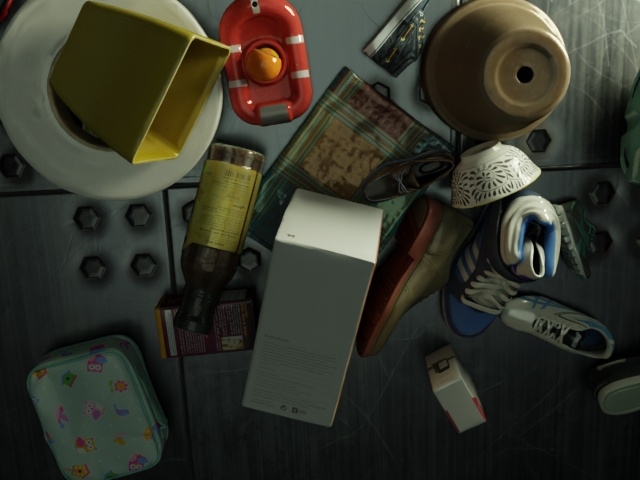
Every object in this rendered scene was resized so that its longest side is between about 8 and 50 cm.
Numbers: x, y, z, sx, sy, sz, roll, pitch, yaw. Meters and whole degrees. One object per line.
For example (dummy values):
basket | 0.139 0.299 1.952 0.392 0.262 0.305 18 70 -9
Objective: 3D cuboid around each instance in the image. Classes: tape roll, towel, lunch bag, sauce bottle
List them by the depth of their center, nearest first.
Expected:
tape roll | -0.366 -0.262 1.348 0.392 0.072 0.392 0 105 -2
sauce bottle | -0.193 -0.002 1.403 0.111 0.111 0.344 16 88 -6
towel | 0.043 -0.100 1.460 0.271 0.040 0.370 34 101 -11
lunch bag | -0.428 0.335 1.521 0.224 0.108 0.279 -17 105 -1

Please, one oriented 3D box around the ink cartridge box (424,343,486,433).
ink cartridge box | 0.263 0.287 1.512 0.063 0.150 0.109 -30 104 10

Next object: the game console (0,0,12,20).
game console | -0.621 -0.593 1.298 0.342 0.060 0.386 32 101 -10

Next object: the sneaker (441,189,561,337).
sneaker | 0.329 0.062 1.409 0.130 0.236 0.323 20 102 -7

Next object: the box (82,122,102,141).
box | -0.372 -0.238 1.410 0.114 0.036 0.207 8 104 -4

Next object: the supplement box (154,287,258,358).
supplement box | -0.217 0.159 1.496 0.188 0.081 0.104 -6 104 0

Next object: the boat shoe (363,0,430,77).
boat shoe | 0.165 -0.383 1.382 0.083 0.065 0.183 39 106 -13

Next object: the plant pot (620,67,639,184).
plant pot | 0.726 -0.197 1.328 0.334 0.341 0.341 11 104 3

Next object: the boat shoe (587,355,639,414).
boat shoe | 0.694 0.266 1.551 0.302 0.091 0.114 -8 124 -2

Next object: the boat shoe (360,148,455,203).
boat shoe | 0.158 -0.118 1.410 0.183 0.066 0.066 -26 104 3

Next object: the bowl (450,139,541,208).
bowl | 0.301 -0.130 1.385 0.170 0.170 0.080 -23 104 4

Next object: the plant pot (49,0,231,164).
plant pot | -0.293 -0.263 1.218 0.187 0.212 0.212 30 102 3

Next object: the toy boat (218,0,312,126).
toy boat | -0.097 -0.312 1.341 0.151 0.151 0.231 -10 105 0

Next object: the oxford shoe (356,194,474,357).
oxford shoe | 0.177 0.090 1.468 0.130 0.123 0.348 19 114 -19

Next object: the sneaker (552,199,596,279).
sneaker | 0.503 -0.004 1.491 0.076 0.065 0.166 -23 106 0

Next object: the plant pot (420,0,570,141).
plant pot | 0.318 -0.292 1.323 0.263 0.229 0.263 0 104 -2

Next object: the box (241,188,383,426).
box | -0.013 0.117 1.370 0.168 0.215 0.345 14 118 2

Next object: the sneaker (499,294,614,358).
sneaker | 0.471 0.171 1.523 0.237 0.086 0.085 18 105 -5
